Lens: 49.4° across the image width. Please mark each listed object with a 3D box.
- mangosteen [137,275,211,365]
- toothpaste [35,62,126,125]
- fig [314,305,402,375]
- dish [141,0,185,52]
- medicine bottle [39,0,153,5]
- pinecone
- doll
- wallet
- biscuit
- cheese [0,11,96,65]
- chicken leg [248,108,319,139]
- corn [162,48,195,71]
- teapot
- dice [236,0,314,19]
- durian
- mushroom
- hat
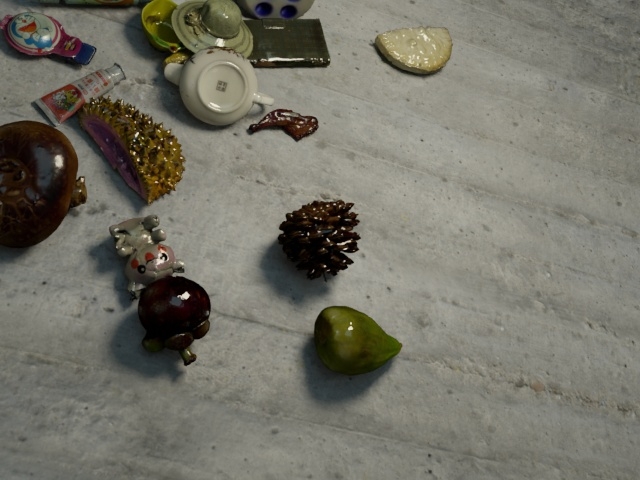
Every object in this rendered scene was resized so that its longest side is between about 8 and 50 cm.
[{"bbox_3d":[-0.334,0.170,1.563,0.173,0.172,0.183,24,77,-8],"label":"mangosteen"},{"bbox_3d":[-0.618,-0.387,1.814,0.234,0.057,0.089,-39,85,-24],"label":"toothpaste"},{"bbox_3d":[0.079,0.254,1.690,0.233,0.167,0.167,43,48,-41],"label":"fig"},{"bbox_3d":[-0.437,-0.589,1.968,0.149,0.080,0.207,0,62,-25],"label":"dish"},{"bbox_3d":[-0.619,-0.736,1.930,0.318,0.158,0.158,-8,67,-23],"label":"medicine bottle"},{"bbox_3d":[0.000,0.000,1.755,0.222,0.221,0.221,9,61,-16],"label":"pinecone"},{"bbox_3d":[-0.416,0.032,1.640,0.149,0.095,0.192,-23,75,-23],"label":"doll"},{"bbox_3d":[-0.131,-0.599,2.110,0.317,0.044,0.168,-8,70,-22],"label":"wallet"},{"bbox_3d":[0.330,-0.624,2.272,0.281,0.084,0.179,-17,70,-28],"label":"biscuit"},{"bbox_3d":[-0.722,-0.536,1.842,0.244,0.062,0.155,22,56,-10],"label":"cheese"},{"bbox_3d":[-0.102,-0.336,1.982,0.205,0.053,0.093,5,76,-14],"label":"chicken leg"},{"bbox_3d":[-0.352,-0.516,1.968,0.203,0.072,0.072,-30,77,-30],"label":"corn"},{"bbox_3d":[-0.263,-0.415,1.903,0.300,0.166,0.208,14,89,-33],"label":"teapot"},{"bbox_3d":[-0.139,-0.841,2.107,0.243,0.259,0.251,-2,65,-20],"label":"dice"},{"bbox_3d":[-0.461,-0.262,1.767,0.191,0.112,0.341,-34,77,-29],"label":"durian"},{"bbox_3d":[-0.671,-0.129,1.570,0.279,0.163,0.296,9,82,-19],"label":"mushroom"},{"bbox_3d":[-0.282,-0.620,1.946,0.252,0.110,0.251,15,52,-20],"label":"hat"}]
